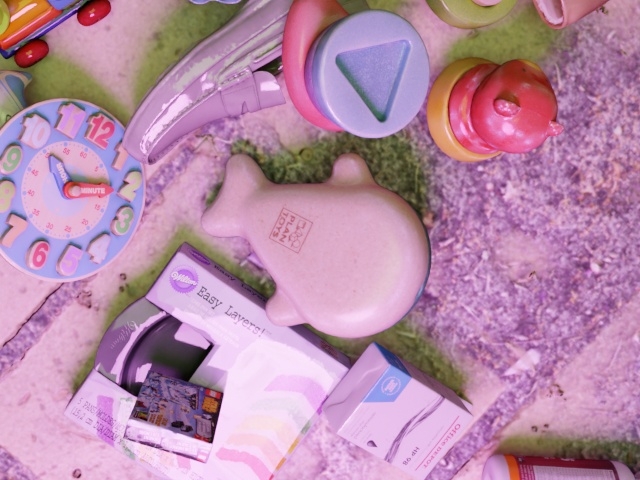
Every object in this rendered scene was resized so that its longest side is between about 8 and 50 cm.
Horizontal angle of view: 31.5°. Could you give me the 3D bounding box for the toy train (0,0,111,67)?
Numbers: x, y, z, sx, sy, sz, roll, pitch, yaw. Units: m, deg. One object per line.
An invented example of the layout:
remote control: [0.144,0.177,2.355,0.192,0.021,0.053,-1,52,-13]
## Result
toy train: [-0.354,-0.237,1.237,0.248,0.143,0.105,-33,99,4]

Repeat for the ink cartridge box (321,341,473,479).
ink cartridge box: [0.104,0.210,1.337,0.180,0.060,0.104,33,98,-29]

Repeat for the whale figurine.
whale figurine: [0.000,0.000,1.310,0.272,0.141,0.216,26,95,19]

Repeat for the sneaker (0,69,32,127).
sneaker: [-0.331,-0.080,1.301,0.086,0.085,0.237,-25,110,-31]

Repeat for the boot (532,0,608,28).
boot: [0.325,-0.391,1.223,0.269,0.089,0.236,-28,101,-12]

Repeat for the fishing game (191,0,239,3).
fishing game: [-0.112,-0.348,1.233,0.264,0.041,0.189,25,82,12]

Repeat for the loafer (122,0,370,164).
loafer: [-0.084,-0.189,1.268,0.319,0.112,0.111,-42,88,5]

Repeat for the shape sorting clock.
shape sorting clock: [-0.283,-0.055,1.266,0.206,0.040,0.206,-3,94,-42]

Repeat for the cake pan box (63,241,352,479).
cake pan box: [-0.136,0.170,1.352,0.267,0.070,0.246,37,95,-7]

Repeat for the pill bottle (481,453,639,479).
pill bottle: [0.309,0.322,1.361,0.221,0.121,0.121,4,100,-3]

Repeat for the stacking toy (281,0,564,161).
stacking toy: [0.129,-0.228,1.208,0.309,0.130,0.279,6,96,-27]

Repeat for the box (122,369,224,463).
box: [-0.159,0.192,1.252,0.094,0.137,0.027,18,105,-4]
